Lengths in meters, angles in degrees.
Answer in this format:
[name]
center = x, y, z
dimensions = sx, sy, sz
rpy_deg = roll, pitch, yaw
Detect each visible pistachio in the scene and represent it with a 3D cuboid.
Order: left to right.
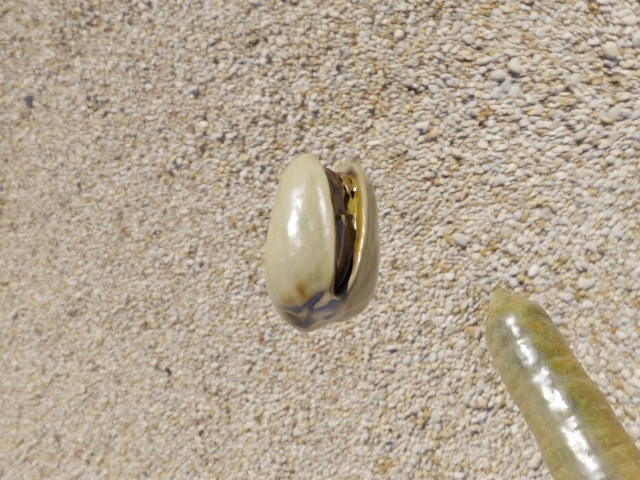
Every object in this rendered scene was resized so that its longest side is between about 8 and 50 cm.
[pistachio]
center = 0.000, 0.000, 0.760
dimensions = 0.131, 0.129, 0.206
rpy_deg = -30, 51, 50

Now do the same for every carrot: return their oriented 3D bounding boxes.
[carrot]
center = 0.166, 0.159, 0.359
dimensions = 0.070, 0.070, 0.342
rpy_deg = -48, 48, 29
